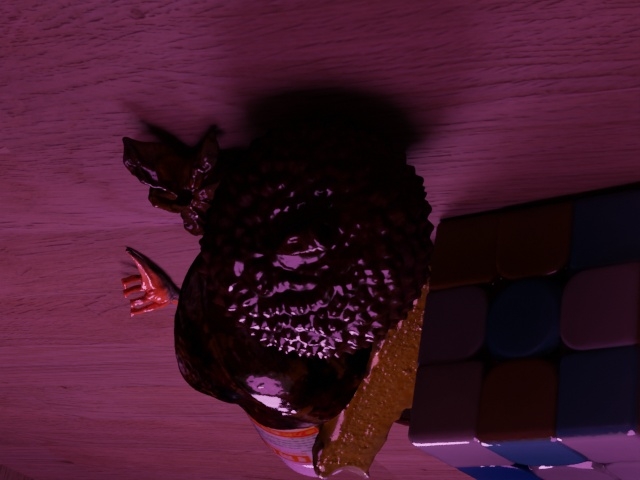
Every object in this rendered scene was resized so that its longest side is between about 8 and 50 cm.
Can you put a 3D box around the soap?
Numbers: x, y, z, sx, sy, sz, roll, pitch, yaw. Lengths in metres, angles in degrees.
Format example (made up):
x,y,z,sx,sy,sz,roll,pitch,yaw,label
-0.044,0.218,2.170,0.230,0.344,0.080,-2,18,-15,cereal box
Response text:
x,y,z,sx,sy,sz,roll,pitch,yaw,label
0.122,0.211,1.906,0.169,0.305,0.338,15,155,-22,soap

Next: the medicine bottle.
x,y,z,sx,sy,sz,roll,pitch,yaw,label
-0.026,0.299,2.250,0.219,0.219,0.388,4,156,10,medicine bottle

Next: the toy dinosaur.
x,y,z,sx,sy,sz,roll,pitch,yaw,label
-0.289,0.098,2.093,0.101,0.055,0.280,-15,152,-2,toy dinosaur

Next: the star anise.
x,y,z,sx,sy,sz,roll,pitch,yaw,label
-0.174,-0.073,1.639,0.212,0.111,0.196,8,163,-14,star anise

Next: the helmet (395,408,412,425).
x,y,z,sx,sy,sz,roll,pitch,yaw,label
0.203,0.279,2.261,0.155,0.106,0.175,19,152,-25,helmet

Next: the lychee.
x,y,z,sx,sy,sz,roll,pitch,yaw,label
0.000,0.000,1.501,0.305,0.306,0.330,5,180,8,lychee

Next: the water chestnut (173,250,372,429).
x,y,z,sx,sy,sz,roll,pitch,yaw,label
-0.040,0.114,1.773,0.346,0.335,0.335,-20,146,21,water chestnut

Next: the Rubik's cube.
x,y,z,sx,sy,sz,roll,pitch,yaw,label
0.366,0.167,1.678,0.346,0.345,0.347,-10,148,39,Rubik's cube
